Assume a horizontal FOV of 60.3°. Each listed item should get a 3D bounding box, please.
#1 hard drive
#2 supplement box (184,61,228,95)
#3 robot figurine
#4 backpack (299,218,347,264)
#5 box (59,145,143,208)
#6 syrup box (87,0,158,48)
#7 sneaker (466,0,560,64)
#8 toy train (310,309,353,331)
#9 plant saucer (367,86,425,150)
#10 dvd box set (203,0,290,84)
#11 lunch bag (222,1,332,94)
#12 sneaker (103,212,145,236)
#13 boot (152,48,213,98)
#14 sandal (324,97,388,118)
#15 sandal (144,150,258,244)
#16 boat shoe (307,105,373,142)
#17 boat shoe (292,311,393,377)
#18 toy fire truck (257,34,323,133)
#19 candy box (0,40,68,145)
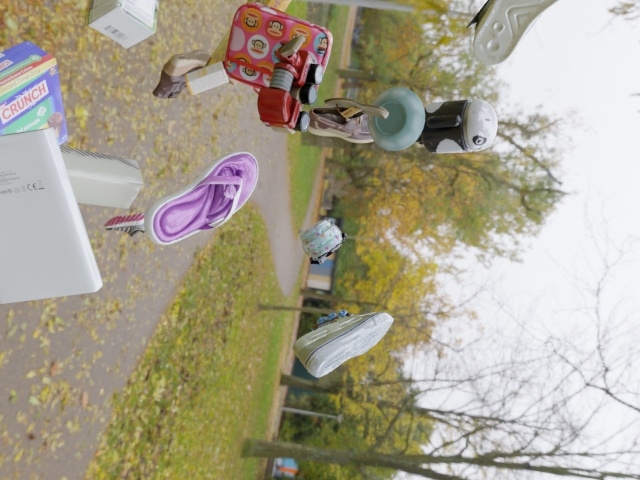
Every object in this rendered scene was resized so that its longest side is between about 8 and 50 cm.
[{"bbox_3d":[-0.623,-0.044,1.160,0.047,0.233,0.352,-83,165,-70],"label":"hard drive"},{"bbox_3d":[-0.280,-0.398,1.355,0.062,0.099,0.036,-112,-178,-52],"label":"supplement box"},{"bbox_3d":[0.438,-0.372,1.817,0.209,0.278,0.173,-52,133,-39],"label":"robot figurine"},{"bbox_3d":[0.000,0.000,1.748,0.152,0.115,0.182,-41,-176,2],"label":"backpack"},{"bbox_3d":[-0.610,-0.163,1.411,0.113,0.275,0.094,-45,-125,32],"label":"box"},{"bbox_3d":[-0.389,-0.525,1.110,0.093,0.096,0.236,23,61,-53],"label":"syrup box"},{"bbox_3d":[0.435,-0.534,1.138,0.236,0.130,0.322,-59,-179,-44],"label":"sneaker"},{"bbox_3d":[0.043,0.319,2.011,0.080,0.184,0.105,55,36,-15],"label":"toy train"},{"bbox_3d":[0.222,-0.372,1.685,0.037,0.195,0.194,-9,111,-57],"label":"plant saucer"},{"bbox_3d":[-0.230,-0.715,1.834,0.420,0.062,0.307,-56,-151,3],"label":"dvd box set"},{"bbox_3d":[-0.129,-0.534,1.621,0.120,0.293,0.258,-74,-177,-64],"label":"lunch bag"},{"bbox_3d":[-0.693,-0.047,1.974,0.063,0.171,0.074,-80,159,-52],"label":"sneaker"},{"bbox_3d":[-0.524,-0.646,2.163,0.248,0.090,0.207,-18,161,-47],"label":"boot"},{"bbox_3d":[0.092,-0.347,1.480,0.072,0.180,0.049,-14,121,-80],"label":"sandal"},{"bbox_3d":[-0.299,-0.108,1.541,0.416,0.102,0.169,-43,131,-35],"label":"sandal"},{"bbox_3d":[0.112,-0.467,2.141,0.123,0.342,0.123,122,-30,-63],"label":"boat shoe"},{"bbox_3d":[0.062,0.224,1.323,0.302,0.094,0.109,-17,140,-47],"label":"boat shoe"},{"bbox_3d":[-0.086,-0.417,1.425,0.246,0.159,0.217,37,68,-67],"label":"toy fire truck"},{"bbox_3d":[-0.883,-0.368,1.592,0.268,0.122,0.317,-53,169,-40],"label":"candy box"}]
